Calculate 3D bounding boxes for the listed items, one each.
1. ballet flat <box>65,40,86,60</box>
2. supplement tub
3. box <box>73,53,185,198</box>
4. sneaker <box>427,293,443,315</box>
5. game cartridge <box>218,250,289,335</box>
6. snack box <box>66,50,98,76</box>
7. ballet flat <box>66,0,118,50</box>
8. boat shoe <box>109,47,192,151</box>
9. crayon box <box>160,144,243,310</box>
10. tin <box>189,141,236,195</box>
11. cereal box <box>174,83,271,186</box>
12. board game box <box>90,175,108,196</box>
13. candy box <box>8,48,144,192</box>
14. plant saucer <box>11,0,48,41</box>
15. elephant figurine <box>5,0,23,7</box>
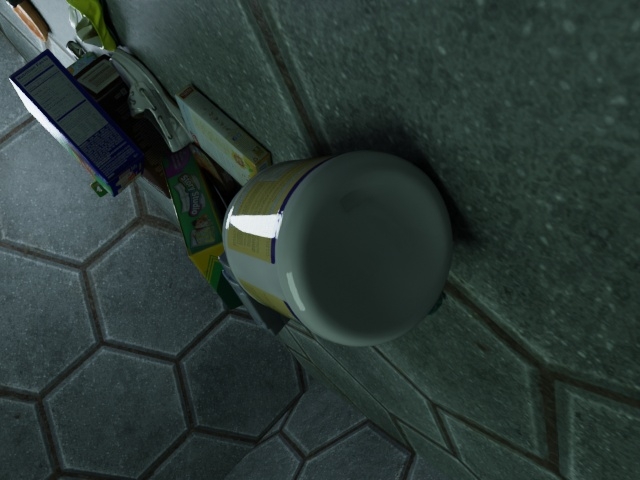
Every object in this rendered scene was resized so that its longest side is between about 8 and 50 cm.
[{"bbox_3d":[-0.733,-0.566,1.635,0.114,0.041,0.041,47,164,-7],"label":"ballet flat"},{"bbox_3d":[0.000,0.000,0.770,0.241,0.241,0.331,52,164,-20],"label":"supplement tub"},{"bbox_3d":[-0.517,-0.314,1.519,0.191,0.143,0.381,33,162,36],"label":"box"},{"bbox_3d":[0.139,0.056,0.889,0.076,0.065,0.166,31,157,56],"label":"sneaker"},{"bbox_3d":[-0.082,0.053,1.136,0.068,0.230,0.355,39,162,26],"label":"game cartridge"},{"bbox_3d":[-0.663,-0.473,1.563,0.141,0.100,0.037,44,164,9],"label":"snack box"},{"bbox_3d":[-0.517,-0.486,1.197,0.077,0.077,0.231,45,165,0],"label":"ballet flat"},{"bbox_3d":[-0.421,-0.335,1.291,0.277,0.096,0.098,48,165,-7],"label":"boat shoe"},{"bbox_3d":[-0.311,-0.032,1.505,0.313,0.106,0.363,70,175,-56],"label":"crayon box"},{"bbox_3d":[-0.278,-0.190,1.394,0.106,0.040,0.190,42,165,29],"label":"tin"},{"bbox_3d":[-0.199,-0.203,1.138,0.240,0.047,0.173,43,164,13],"label":"cereal box"},{"bbox_3d":[-0.680,-0.255,1.851,0.039,0.259,0.124,45,164,7],"label":"board game box"},{"bbox_3d":[-0.595,-0.277,1.339,0.317,0.122,0.268,50,164,-10],"label":"candy box"},{"bbox_3d":[-0.985,-0.764,1.791,0.200,0.037,0.200,42,165,14],"label":"plant saucer"},{"bbox_3d":[-0.722,-0.642,1.264,0.169,0.186,0.239,-5,159,12],"label":"elephant figurine"}]
